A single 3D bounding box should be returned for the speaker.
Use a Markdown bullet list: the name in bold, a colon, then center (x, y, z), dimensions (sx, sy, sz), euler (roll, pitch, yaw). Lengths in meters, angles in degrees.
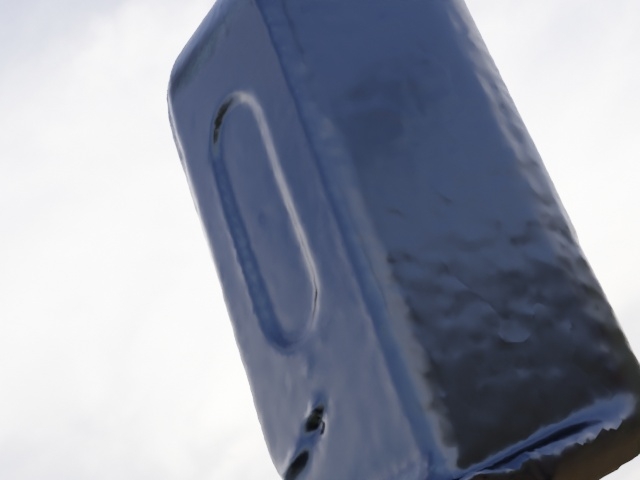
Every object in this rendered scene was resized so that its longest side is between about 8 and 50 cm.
- **speaker**: center (0.000, 0.000, 0.489), dimensions (0.184, 0.388, 0.180), euler (6, -37, -39)
